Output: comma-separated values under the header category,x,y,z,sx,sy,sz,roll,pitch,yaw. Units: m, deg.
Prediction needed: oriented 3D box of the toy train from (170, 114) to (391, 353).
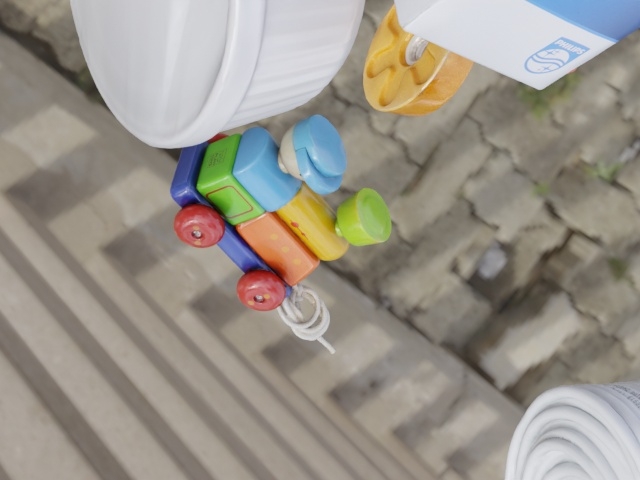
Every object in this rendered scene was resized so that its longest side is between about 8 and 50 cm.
category,x,y,z,sx,sy,sz,roll,pitch,yaw
toy train,0.000,0.000,1.314,0.143,0.105,0.248,-19,130,31

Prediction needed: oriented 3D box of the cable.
category,x,y,z,sx,sy,sz,roll,pitch,yaw
cable,0.207,0.217,1.029,0.089,0.257,0.257,-8,139,-17

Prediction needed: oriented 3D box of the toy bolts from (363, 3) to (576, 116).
category,x,y,z,sx,sy,sz,roll,pitch,yaw
toy bolts,0.065,-0.183,0.974,0.158,0.228,0.218,25,102,-29

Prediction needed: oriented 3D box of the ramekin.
category,x,y,z,sx,sy,sz,roll,pitch,yaw
ramekin,-0.075,-0.206,1.138,0.127,0.273,0.272,-8,122,-31

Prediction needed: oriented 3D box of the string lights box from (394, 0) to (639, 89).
category,x,y,z,sx,sy,sz,roll,pitch,yaw
string lights box,0.127,-0.169,0.458,0.077,0.133,0.260,17,144,-42
